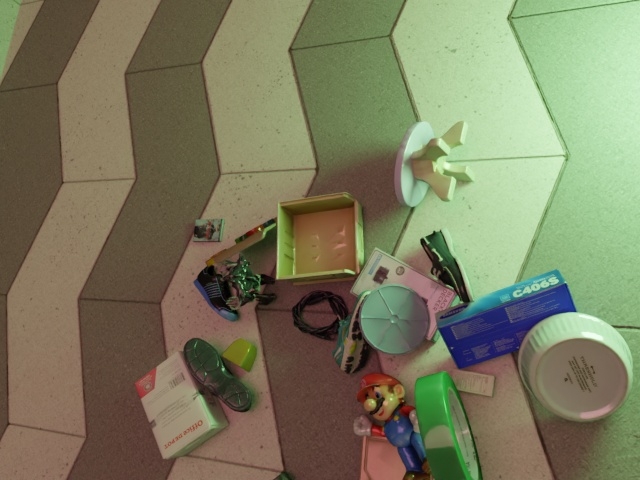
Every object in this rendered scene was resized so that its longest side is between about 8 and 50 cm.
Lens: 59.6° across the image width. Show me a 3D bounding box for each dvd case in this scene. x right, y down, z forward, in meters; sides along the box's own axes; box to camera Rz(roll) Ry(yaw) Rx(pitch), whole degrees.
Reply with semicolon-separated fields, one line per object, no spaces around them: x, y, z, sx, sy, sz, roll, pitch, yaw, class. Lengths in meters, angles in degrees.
-0.413;-0.037;2.058;0.119;0.013;0.087;0;75;22;dvd case

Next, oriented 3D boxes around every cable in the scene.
-0.008;0.231;1.793;0.184;0.047;0.150;16;81;26;cable

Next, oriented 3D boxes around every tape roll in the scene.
0.328;0.500;1.420;0.077;0.321;0.321;-19;68;16;tape roll

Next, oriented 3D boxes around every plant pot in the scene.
-0.258;0.371;1.840;0.081;0.081;0.083;23;73;27;plant pot

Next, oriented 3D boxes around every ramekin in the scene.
0.640;0.325;1.399;0.273;0.127;0.272;2;99;16;ramekin

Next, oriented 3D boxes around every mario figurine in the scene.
0.189;0.508;1.534;0.198;0.170;0.320;-32;54;-2;mario figurine

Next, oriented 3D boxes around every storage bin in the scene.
0.000;0.000;1.815;0.260;0.123;0.262;-7;72;21;storage bin

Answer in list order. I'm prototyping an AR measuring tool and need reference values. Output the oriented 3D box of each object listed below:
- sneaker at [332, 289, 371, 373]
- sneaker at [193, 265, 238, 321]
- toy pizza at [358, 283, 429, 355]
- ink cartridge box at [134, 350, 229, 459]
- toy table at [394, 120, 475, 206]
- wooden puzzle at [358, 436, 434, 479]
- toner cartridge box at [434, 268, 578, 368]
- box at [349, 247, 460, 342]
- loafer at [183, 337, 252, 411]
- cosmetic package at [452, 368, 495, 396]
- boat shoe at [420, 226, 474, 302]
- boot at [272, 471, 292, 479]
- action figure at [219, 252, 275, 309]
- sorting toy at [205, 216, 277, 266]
0.095;0.265;1.670;0.110;0.107;0.275;40;119;46;sneaker
-0.349;0.178;1.930;0.232;0.081;0.090;43;101;28;sneaker
0.208;0.224;1.587;0.201;0.032;0.201;1;78;-3;toy pizza
-0.461;0.542;1.850;0.207;0.117;0.283;-36;64;9;ink cartridge box
0.345;-0.233;1.692;0.161;0.252;0.274;4;85;41;toy table
0.218;0.659;1.580;0.221;0.044;0.238;0;71;23;wooden puzzle
0.505;0.217;1.516;0.348;0.165;0.075;-22;24;15;toner cartridge box
0.256;0.161;1.681;0.290;0.087;0.169;31;88;27;box
-0.338;0.447;1.823;0.109;0.095;0.302;-40;67;-21;loafer
0.427;0.398;1.565;0.115;0.041;0.060;7;77;24;cosmetic package
0.359;0.079;1.599;0.091;0.114;0.302;-20;30;8;boat shoe
-0.114;0.875;1.645;0.264;0.096;0.280;-40;71;-1;boot
-0.251;0.141;1.791;0.141;0.276;0.164;-13;70;18;action figure
-0.276;0.007;1.880;0.307;0.229;0.041;-28;98;20;sorting toy
